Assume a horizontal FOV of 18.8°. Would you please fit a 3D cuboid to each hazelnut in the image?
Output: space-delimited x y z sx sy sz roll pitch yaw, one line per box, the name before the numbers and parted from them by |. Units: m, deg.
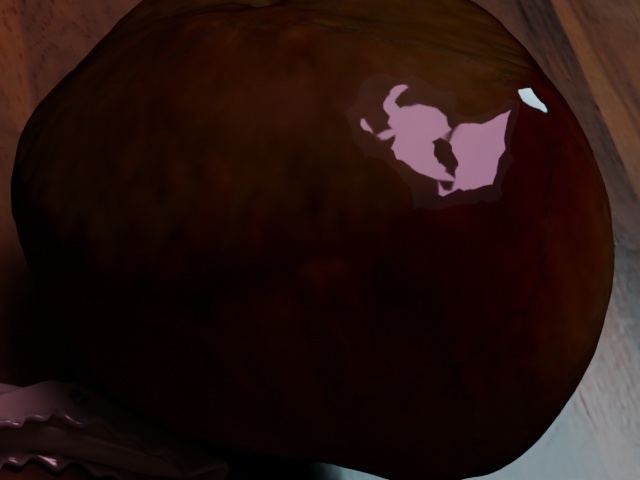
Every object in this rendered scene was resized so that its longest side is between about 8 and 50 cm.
hazelnut | 0.000 0.000 0.761 0.217 0.217 0.251 -13 22 -43

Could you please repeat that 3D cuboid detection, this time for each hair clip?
hair clip | -0.141 0.065 0.735 0.226 0.034 0.072 7 42 -29
